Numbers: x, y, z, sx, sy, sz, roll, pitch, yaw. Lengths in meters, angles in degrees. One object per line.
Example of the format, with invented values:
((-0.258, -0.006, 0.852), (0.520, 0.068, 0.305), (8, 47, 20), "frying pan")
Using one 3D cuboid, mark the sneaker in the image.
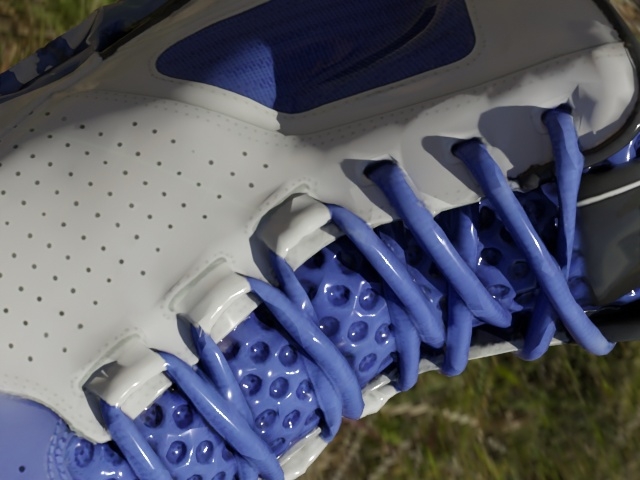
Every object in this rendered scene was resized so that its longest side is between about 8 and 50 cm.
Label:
((0.001, -0.001, 0.508), (0.182, 0.315, 0.127), (9, 138, 28), "sneaker")
